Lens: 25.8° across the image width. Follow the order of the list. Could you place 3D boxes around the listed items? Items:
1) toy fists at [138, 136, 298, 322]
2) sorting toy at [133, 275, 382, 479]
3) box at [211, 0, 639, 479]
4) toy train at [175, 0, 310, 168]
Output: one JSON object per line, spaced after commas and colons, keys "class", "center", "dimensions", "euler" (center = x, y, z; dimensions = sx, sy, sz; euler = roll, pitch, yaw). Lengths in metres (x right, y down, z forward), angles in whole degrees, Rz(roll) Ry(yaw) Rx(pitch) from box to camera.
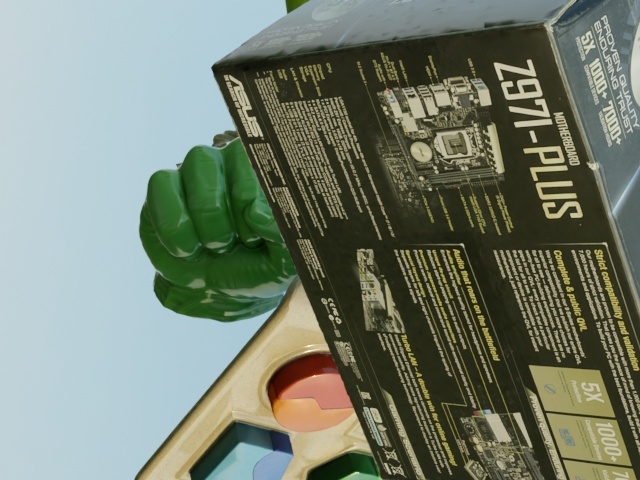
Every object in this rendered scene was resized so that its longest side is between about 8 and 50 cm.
{"class": "toy fists", "center": [0.000, 0.000, 1.078], "dimensions": [0.096, 0.279, 0.142], "euler": [-87, -175, -55]}
{"class": "sorting toy", "center": [0.047, 0.151, 1.006], "dimensions": [0.229, 0.307, 0.041], "euler": [-53, -144, 25]}
{"class": "box", "center": [0.065, -0.002, 0.483], "dimensions": [0.147, 0.077, 0.180], "euler": [0, -61, 46]}
{"class": "toy train", "center": [-0.012, -0.144, 1.150], "dimensions": [0.248, 0.105, 0.143], "euler": [-6, -99, 20]}
